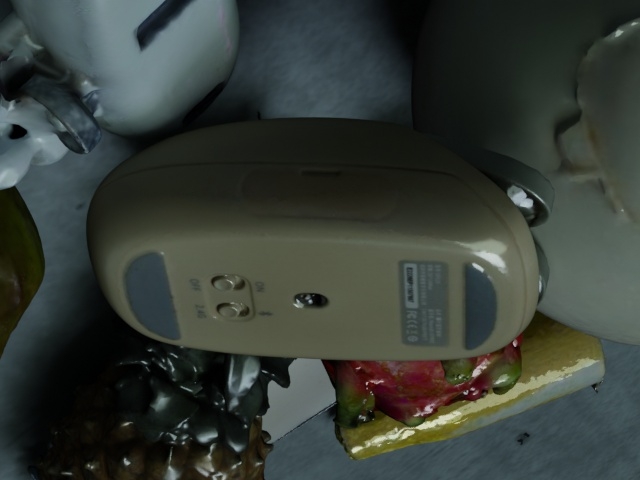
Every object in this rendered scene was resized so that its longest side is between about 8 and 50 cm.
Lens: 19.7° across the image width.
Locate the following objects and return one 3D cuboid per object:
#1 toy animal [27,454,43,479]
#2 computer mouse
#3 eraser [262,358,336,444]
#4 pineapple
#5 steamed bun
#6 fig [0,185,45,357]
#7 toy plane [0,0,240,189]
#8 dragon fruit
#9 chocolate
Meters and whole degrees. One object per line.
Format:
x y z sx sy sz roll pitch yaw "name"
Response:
-0.158 0.213 1.339 0.108 0.062 0.220 -37 142 7 "toy animal"
0.000 0.000 0.940 0.236 0.082 0.145 0 143 7 "computer mouse"
-0.042 0.116 1.348 0.150 0.023 0.104 -34 149 0 "eraser"
-0.069 0.072 1.141 0.165 0.165 0.364 -9 140 -34 "pineapple"
0.178 -0.083 1.064 0.309 0.309 0.309 -23 147 -16 "steamed bun"
-0.216 0.005 0.930 0.154 0.144 0.166 -8 121 -13 "fig"
-0.107 -0.135 0.870 0.244 0.117 0.245 -40 151 -27 "toy plane"
0.062 0.040 1.205 0.172 0.160 0.167 89 22 -60 "dragon fruit"
0.112 0.112 1.439 0.219 0.086 0.086 -20 146 -13 "chocolate"
